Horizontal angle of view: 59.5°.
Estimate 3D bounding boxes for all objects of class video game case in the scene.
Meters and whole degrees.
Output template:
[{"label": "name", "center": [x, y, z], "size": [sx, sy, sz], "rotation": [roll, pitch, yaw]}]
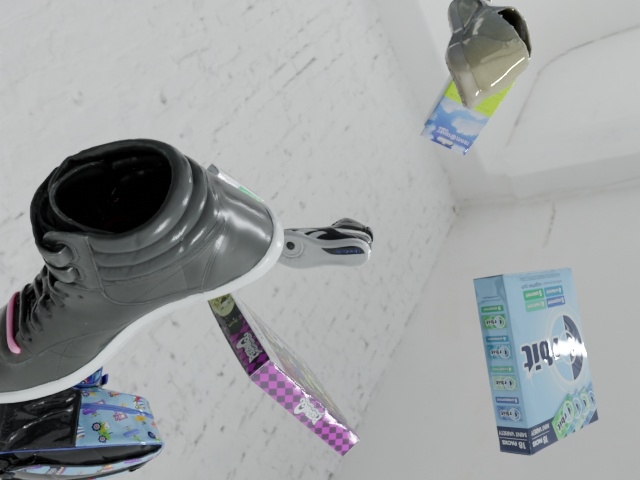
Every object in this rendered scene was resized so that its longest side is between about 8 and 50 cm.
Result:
[{"label": "video game case", "center": [-0.058, 0.186, 0.823], "size": [0.042, 0.232, 0.210], "rotation": [-42, -146, -4]}]

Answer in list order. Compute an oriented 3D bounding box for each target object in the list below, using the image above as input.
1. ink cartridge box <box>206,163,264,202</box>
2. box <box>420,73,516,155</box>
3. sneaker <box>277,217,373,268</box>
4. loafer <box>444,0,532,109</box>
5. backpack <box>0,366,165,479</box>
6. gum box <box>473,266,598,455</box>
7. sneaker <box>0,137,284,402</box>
[{"label": "ink cartridge box", "center": [-0.280, -0.066, 1.439], "size": [0.224, 0.181, 0.056], "rotation": [-50, -129, 6]}, {"label": "box", "center": [0.282, -0.265, 1.091], "size": [0.042, 0.109, 0.178], "rotation": [-77, -168, -52]}, {"label": "sneaker", "center": [0.000, 0.000, 1.143], "size": [0.217, 0.079, 0.121], "rotation": [6, -152, 10]}, {"label": "loafer", "center": [0.217, -0.252, 0.712], "size": [0.092, 0.101, 0.268], "rotation": [-14, -145, 25]}, {"label": "backpack", "center": [-0.268, 0.210, 0.633], "size": [0.158, 0.174, 0.116], "rotation": [128, -41, -51]}, {"label": "gum box", "center": [0.246, 0.127, 0.634], "size": [0.157, 0.184, 0.041], "rotation": [-2, 171, -41]}, {"label": "sneaker", "center": [-0.185, 0.021, 0.411], "size": [0.296, 0.147, 0.104], "rotation": [-27, -122, 6]}]
